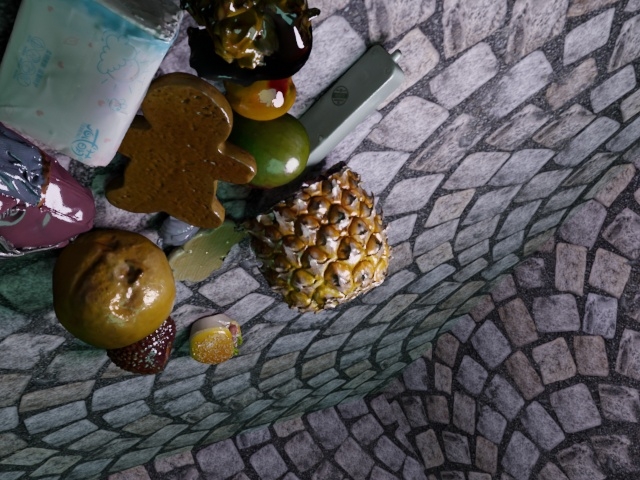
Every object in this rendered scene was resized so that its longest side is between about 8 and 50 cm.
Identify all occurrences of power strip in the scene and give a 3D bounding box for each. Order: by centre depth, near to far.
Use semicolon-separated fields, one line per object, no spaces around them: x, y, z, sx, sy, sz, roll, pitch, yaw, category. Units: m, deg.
0.033;-0.269;1.369;0.385;0.091;0.062;-41;153;23;power strip

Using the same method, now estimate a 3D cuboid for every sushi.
-0.108;-0.346;0.966;0.199;0.213;0.204;-13;156;-18;sushi

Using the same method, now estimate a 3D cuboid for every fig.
-0.121;-0.192;1.279;0.181;0.181;0.191;-40;126;22;fig

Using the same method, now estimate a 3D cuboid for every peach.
-0.113;-0.288;1.159;0.138;0.138;0.138;-22;152;-12;peach

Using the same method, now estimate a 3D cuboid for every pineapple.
-0.002;0.002;1.497;0.352;0.300;0.352;-25;-174;3;pineapple

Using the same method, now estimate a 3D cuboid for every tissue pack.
-0.348;-0.262;0.927;0.201;0.124;0.271;29;127;-18;tissue pack

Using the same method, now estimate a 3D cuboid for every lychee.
-0.498;0.276;1.751;0.188;0.188;0.188;-22;152;-12;lychee

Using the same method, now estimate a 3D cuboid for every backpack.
-0.544;-0.057;1.078;0.283;0.197;0.317;-13;162;17;backpack

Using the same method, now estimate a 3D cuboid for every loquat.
-0.463;0.118;1.413;0.275;0.276;0.284;-3;147;-40;loquat

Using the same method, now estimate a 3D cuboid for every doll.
-0.305;-0.043;1.475;0.180;0.079;0.094;-35;140;-14;doll

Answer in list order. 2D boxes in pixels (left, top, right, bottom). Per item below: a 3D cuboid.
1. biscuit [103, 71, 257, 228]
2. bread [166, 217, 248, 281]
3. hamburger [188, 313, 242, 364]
-0.258;-0.163;1.173;0.282;0.064;0.432;14;148;-10;biscuit
-0.300;0.023;1.626;0.251;0.039;0.181;-43;149;28;bread
-0.336;0.319;2.025;0.172;0.116;0.210;-14;150;-20;hamburger
